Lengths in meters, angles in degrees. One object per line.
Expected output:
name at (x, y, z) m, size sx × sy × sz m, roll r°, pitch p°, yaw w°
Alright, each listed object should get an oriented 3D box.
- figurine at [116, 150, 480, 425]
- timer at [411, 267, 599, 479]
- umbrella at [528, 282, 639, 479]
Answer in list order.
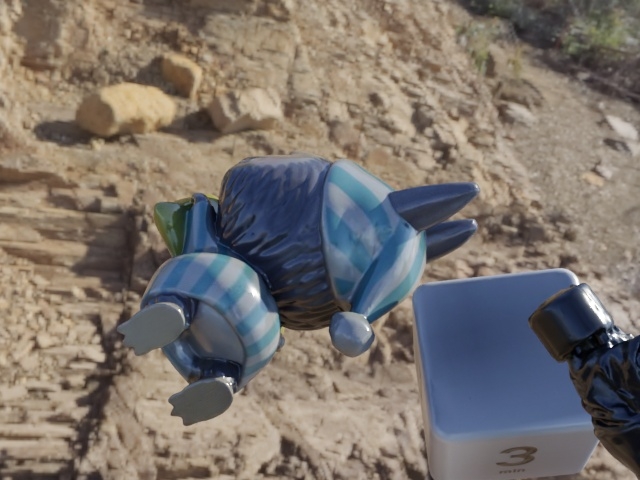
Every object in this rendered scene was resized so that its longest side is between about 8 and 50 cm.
figurine at (0.000, 0.000, 0.952) m, size 0.378 × 0.266 × 0.361 m, roll -27°, pitch 18°, yaw 19°
timer at (0.215, 0.167, 0.954) m, size 0.193 × 0.195 × 0.194 m, roll -7°, pitch 57°, yaw 4°
umbrella at (0.180, 0.120, 0.390) m, size 0.224 × 0.080 × 0.071 m, roll 54°, pitch 7°, yaw 13°
